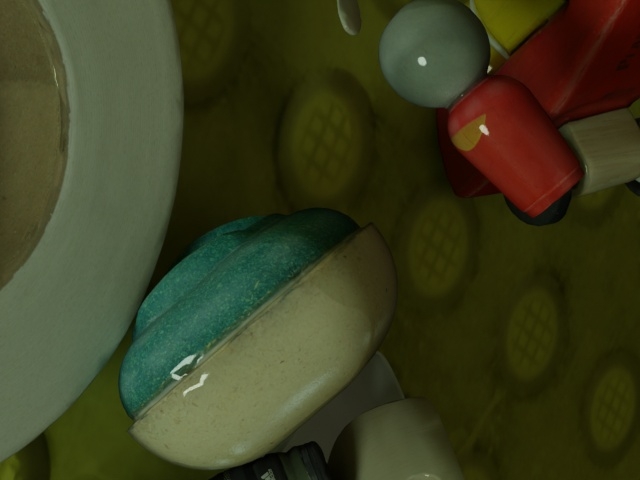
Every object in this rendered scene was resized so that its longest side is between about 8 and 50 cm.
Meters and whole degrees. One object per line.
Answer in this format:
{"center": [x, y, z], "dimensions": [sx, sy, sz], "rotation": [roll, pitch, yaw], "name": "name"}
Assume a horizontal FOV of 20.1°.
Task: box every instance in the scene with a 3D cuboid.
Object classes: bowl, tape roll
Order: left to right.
{"center": [-0.229, -0.060, 0.931], "dimensions": [0.392, 0.072, 0.392], "rotation": [-12, 105, -48], "name": "tape roll"}
{"center": [0.005, 0.159, 1.264], "dimensions": [0.142, 0.053, 0.142], "rotation": [-48, 130, -34], "name": "bowl"}

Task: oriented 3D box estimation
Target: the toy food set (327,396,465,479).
{"center": [0.051, 0.279, 1.116], "dimensions": [0.092, 0.220, 0.306], "rotation": [3, 122, -15], "name": "toy food set"}

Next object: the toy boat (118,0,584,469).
{"center": [0.000, 0.000, 1.085], "dimensions": [0.318, 0.267, 0.148], "rotation": [-41, 89, -1], "name": "toy boat"}

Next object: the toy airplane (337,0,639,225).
{"center": [0.183, -0.231, 1.237], "dimensions": [0.384, 0.272, 0.386], "rotation": [-40, 148, 1], "name": "toy airplane"}

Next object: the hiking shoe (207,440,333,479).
{"center": [-0.064, 0.205, 1.141], "dimensions": [0.114, 0.086, 0.227], "rotation": [-3, 138, -20], "name": "hiking shoe"}
